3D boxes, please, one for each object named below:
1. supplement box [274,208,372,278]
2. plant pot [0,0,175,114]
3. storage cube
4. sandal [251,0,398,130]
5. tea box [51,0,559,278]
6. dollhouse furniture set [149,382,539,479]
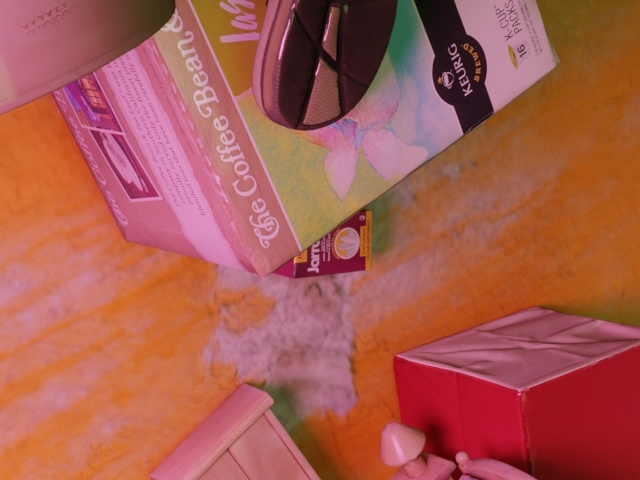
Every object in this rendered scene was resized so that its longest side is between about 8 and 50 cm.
[{"bbox_3d":[0.000,0.000,1.341,0.083,0.043,0.055,-7,103,-33],"label":"supplement box"},{"bbox_3d":[-0.273,-0.207,0.848,0.323,0.323,0.280,-29,113,-28],"label":"plant pot"},{"bbox_3d":[0.203,0.184,1.428,0.215,0.184,0.193,-17,106,-31],"label":"storage cube"},{"bbox_3d":[0.015,-0.223,1.028,0.120,0.086,0.302,15,103,-41],"label":"sandal"},{"bbox_3d":[-0.044,-0.201,1.170,0.323,0.220,0.329,-36,116,-25],"label":"tea box"},{"bbox_3d":[0.022,0.255,1.207,0.303,0.355,0.174,-44,119,-21],"label":"dollhouse furniture set"}]
